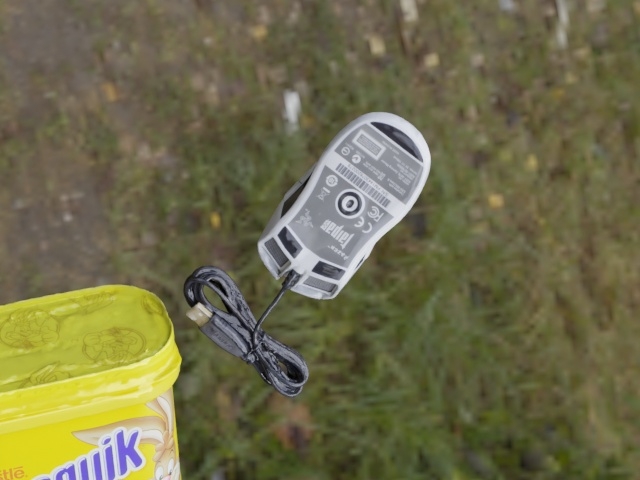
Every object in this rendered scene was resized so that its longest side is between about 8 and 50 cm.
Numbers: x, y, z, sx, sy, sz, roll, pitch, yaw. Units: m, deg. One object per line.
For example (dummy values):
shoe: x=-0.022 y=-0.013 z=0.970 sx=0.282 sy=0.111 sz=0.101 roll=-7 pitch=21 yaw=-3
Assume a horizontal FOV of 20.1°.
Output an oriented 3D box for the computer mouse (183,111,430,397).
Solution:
computer mouse: x=0.000 y=0.000 z=1.178 sx=0.106 sy=0.193 sz=0.042 roll=38 pitch=5 yaw=-8

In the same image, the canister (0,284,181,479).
canister: x=-0.127 y=0.117 z=0.885 sx=0.073 sy=0.126 sz=0.170 roll=-122 pitch=-156 yaw=-54
